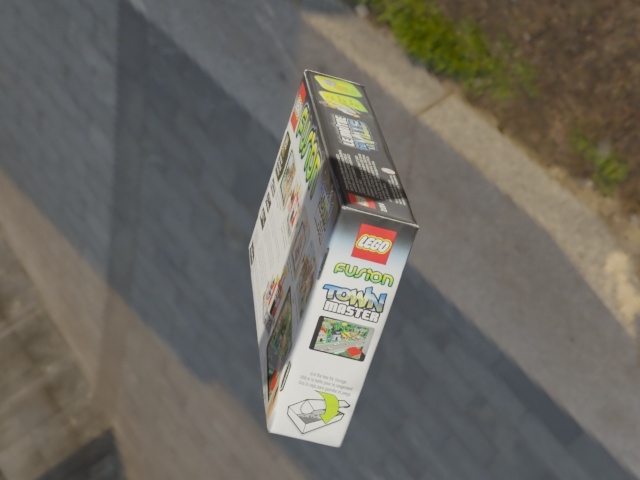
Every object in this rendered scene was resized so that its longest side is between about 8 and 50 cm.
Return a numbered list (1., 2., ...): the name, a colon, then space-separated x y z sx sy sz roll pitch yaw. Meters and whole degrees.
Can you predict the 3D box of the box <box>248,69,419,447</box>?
1. box: 0.000 0.000 0.722 0.207 0.036 0.114 -102 28 -66
